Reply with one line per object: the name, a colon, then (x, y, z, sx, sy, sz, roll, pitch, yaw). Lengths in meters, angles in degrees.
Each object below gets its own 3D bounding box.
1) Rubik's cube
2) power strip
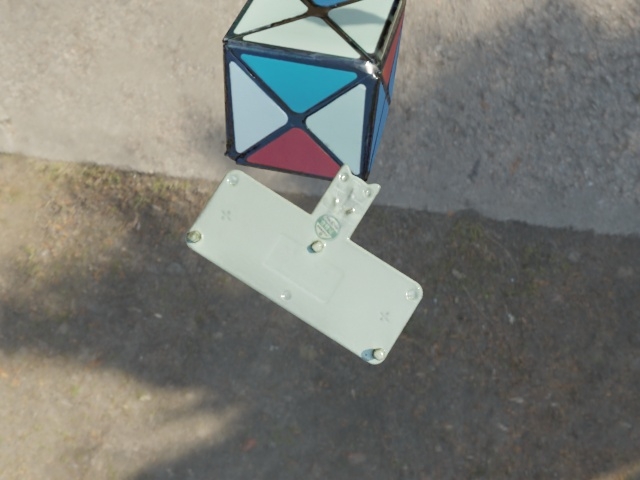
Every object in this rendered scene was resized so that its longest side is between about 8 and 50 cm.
Rubik's cube: (-0.008, -0.270, 1.275, 0.249, 0.246, 0.248, 11, 137, 9)
power strip: (0.000, 0.000, 0.722, 0.215, 0.061, 0.145, 32, 85, -1)
